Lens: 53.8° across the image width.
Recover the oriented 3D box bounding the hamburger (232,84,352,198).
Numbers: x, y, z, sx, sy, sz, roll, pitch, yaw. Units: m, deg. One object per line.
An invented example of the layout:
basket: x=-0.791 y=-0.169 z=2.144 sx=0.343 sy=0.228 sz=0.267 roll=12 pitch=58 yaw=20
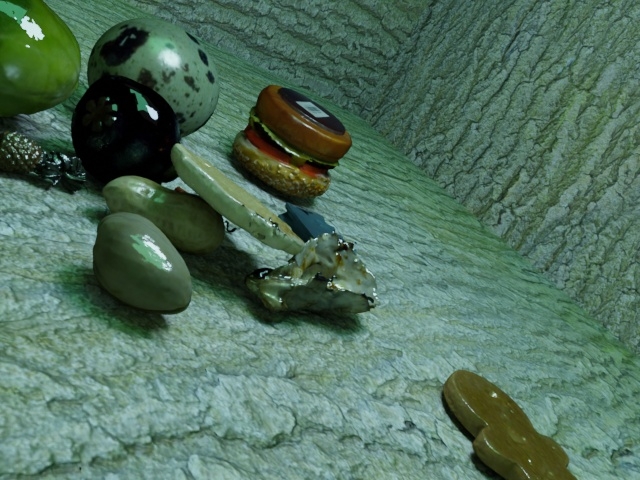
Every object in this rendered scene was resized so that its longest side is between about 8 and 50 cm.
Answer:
hamburger: x=-0.086 y=-0.280 z=1.851 sx=0.329 sy=0.250 sz=0.330 roll=29 pitch=23 yaw=-14

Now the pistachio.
pistachio: x=-0.269 y=0.039 z=0.947 sx=0.185 sy=0.124 sz=0.124 roll=39 pitch=18 yaw=-3

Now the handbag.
handbag: x=0.000 y=0.000 z=1.596 sx=0.179 sy=0.062 sz=0.229 roll=19 pitch=23 yaw=-45

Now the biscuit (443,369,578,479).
biscuit: x=0.370 y=0.393 z=1.231 sx=0.275 sy=0.052 sz=0.355 roll=17 pitch=24 yaw=-41

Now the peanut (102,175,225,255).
peanut: x=-0.284 y=-0.051 z=1.163 sx=0.236 sy=0.110 sz=0.120 roll=26 pitch=14 yaw=-25

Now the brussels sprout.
brussels sprout: x=-0.628 y=-0.366 z=1.193 sx=0.344 sy=0.268 sz=0.344 roll=29 pitch=-3 yaw=2

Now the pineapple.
pineapple: x=-0.489 y=-0.135 z=1.108 sx=0.159 sy=0.074 sz=0.074 roll=22 pitch=21 yaw=-38

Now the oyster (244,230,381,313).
oyster: x=0.000 y=0.087 z=1.261 sx=0.198 sy=0.133 sz=0.337 roll=43 pitch=24 yaw=23

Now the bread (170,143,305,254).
bread: x=-0.164 y=-0.075 z=1.210 sx=0.316 sy=0.054 sz=0.316 roll=37 pitch=4 yaw=-3

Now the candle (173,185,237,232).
candle: x=-0.257 y=-0.068 z=1.396 sx=0.167 sy=0.021 sz=0.026 roll=36 pitch=-2 yaw=9

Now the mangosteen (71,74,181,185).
mangosteen: x=-0.378 y=-0.203 z=1.258 sx=0.242 sy=0.243 sz=0.243 roll=30 pitch=19 yaw=-11

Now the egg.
egg: x=-0.396 y=-0.385 z=1.545 sx=0.287 sy=0.288 sz=0.379 roll=41 pitch=12 yaw=21
